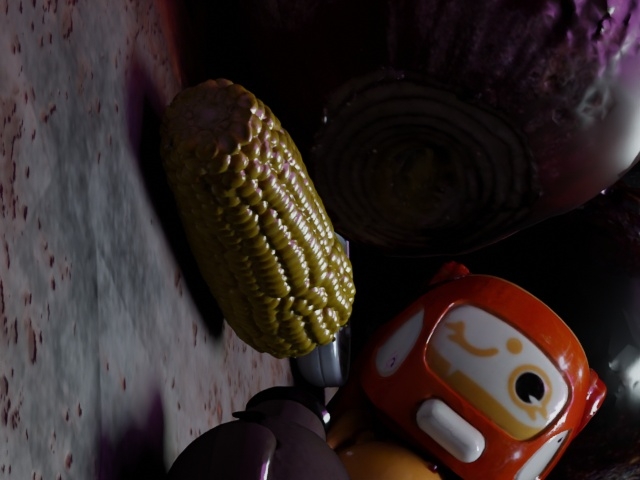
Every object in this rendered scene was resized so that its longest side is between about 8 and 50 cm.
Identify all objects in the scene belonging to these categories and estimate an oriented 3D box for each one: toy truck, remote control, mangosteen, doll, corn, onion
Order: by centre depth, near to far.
[{"bbox_3d":[-0.041,0.183,1.024,0.257,0.117,0.182,-79,169,-67],"label":"doll"},{"bbox_3d":[-0.039,-0.008,1.194,0.260,0.091,0.091,65,36,-58],"label":"corn"},{"bbox_3d":[0.069,-0.152,1.284,0.260,0.337,0.282,52,47,-32],"label":"onion"},{"bbox_3d":[0.096,0.164,1.580,0.265,0.189,0.239,-52,178,19],"label":"toy truck"},{"bbox_3d":[0.000,0.000,1.588,0.087,0.047,0.244,43,45,-73],"label":"remote control"},{"bbox_3d":[0.192,0.126,1.921,0.435,0.382,0.382,-61,179,14],"label":"mangosteen"}]
